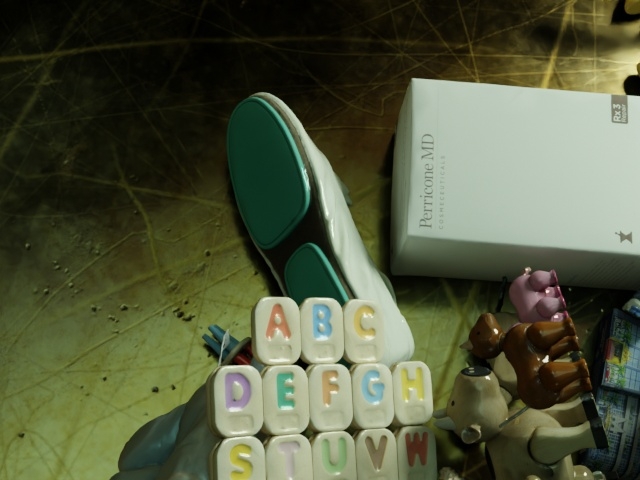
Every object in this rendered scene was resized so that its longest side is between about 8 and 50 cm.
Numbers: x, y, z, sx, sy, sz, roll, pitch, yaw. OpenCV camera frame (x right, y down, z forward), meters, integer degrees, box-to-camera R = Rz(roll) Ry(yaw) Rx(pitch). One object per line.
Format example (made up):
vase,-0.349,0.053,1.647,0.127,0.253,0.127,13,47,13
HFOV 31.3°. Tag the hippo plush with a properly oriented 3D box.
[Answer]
hippo plush,-0.082,0.278,1.256,0.236,0.234,0.294,43,46,-15

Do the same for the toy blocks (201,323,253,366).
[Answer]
toy blocks,-0.056,0.129,1.368,0.148,0.054,0.123,40,72,10

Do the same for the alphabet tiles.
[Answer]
alphabet tiles,0.009,0.197,1.176,0.284,0.021,0.278,4,80,-37

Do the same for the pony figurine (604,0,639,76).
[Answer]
pony figurine,0.592,-0.317,1.502,0.363,0.303,0.351,-31,66,1

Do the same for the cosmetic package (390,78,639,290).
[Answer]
cosmetic package,0.283,-0.063,1.416,0.385,0.156,0.217,3,72,-5

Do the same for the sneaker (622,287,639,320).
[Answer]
sneaker,0.422,0.079,1.394,0.052,0.135,0.058,33,101,37

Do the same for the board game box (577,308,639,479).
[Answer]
board game box,0.426,0.202,1.384,0.194,0.060,0.194,14,69,1

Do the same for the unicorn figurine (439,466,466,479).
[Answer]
unicorn figurine,0.161,0.316,1.255,0.060,0.111,0.162,-12,109,-18

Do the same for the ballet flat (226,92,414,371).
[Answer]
ballet flat,0.000,0.000,1.381,0.139,0.139,0.400,-18,63,-11

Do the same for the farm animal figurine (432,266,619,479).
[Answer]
farm animal figurine,0.218,0.201,1.254,0.172,0.330,0.327,-17,85,10
